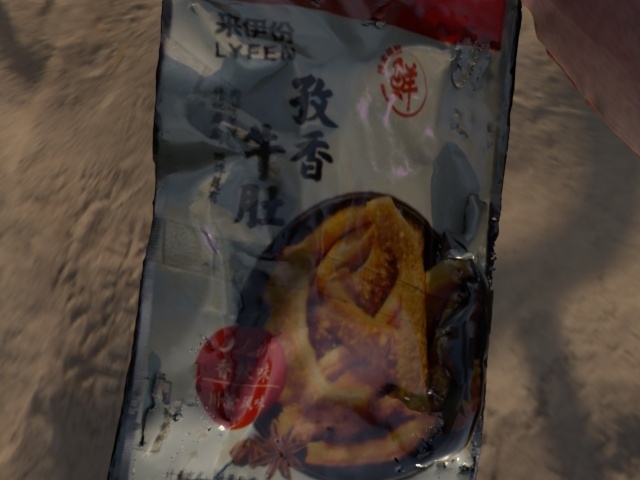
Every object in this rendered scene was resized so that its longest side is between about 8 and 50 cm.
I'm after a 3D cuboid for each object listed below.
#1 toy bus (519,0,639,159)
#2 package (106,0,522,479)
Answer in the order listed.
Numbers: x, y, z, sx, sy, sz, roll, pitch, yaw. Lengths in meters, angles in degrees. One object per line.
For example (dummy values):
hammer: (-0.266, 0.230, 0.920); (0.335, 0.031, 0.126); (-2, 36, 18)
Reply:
toy bus: (0.208, -0.055, 0.630); (0.147, 0.127, 0.302); (-31, 63, -20)
package: (0.000, 0.000, 0.625); (0.154, 0.030, 0.239); (11, 78, -28)
